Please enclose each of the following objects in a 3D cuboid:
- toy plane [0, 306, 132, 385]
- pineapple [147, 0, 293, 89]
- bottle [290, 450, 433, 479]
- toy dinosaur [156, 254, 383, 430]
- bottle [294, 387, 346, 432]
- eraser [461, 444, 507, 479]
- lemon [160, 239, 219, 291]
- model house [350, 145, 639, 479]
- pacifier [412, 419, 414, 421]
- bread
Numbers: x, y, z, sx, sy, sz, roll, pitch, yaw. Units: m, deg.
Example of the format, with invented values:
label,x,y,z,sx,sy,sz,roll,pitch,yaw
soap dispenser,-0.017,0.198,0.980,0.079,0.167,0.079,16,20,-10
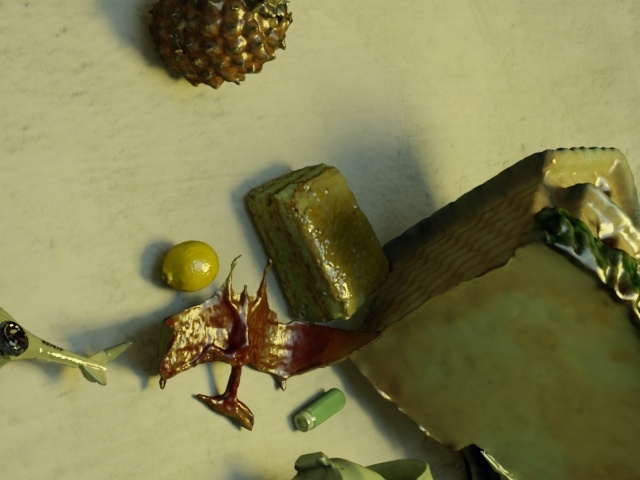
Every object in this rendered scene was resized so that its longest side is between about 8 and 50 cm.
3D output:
label,x,y,z,sx,sy,sz,roll,pitch,yaw
toy plane,-0.319,0.103,1.446,0.286,0.092,0.108,26,36,-41
pineapple,-0.111,-0.270,1.694,0.166,0.193,0.166,20,61,-39
bottle,0.072,0.381,1.739,0.352,0.229,0.229,36,55,-35
toy dinosaur,-0.082,0.120,1.667,0.327,0.113,0.206,44,66,-45
bottle,-0.001,0.222,1.822,0.083,0.030,0.030,-29,103,-48
eraser,0.333,0.296,2.143,0.332,0.101,0.155,-11,87,-51
lemon,-0.157,0.032,1.665,0.083,0.062,0.062,-22,98,-36
model house,0.347,0.090,1.920,0.445,0.395,0.400,42,38,-14
pacifier,0.159,0.233,1.979,0.083,0.064,0.068,41,57,-36
bread,0.000,0.000,1.827,0.138,0.102,0.196,-35,106,-51
